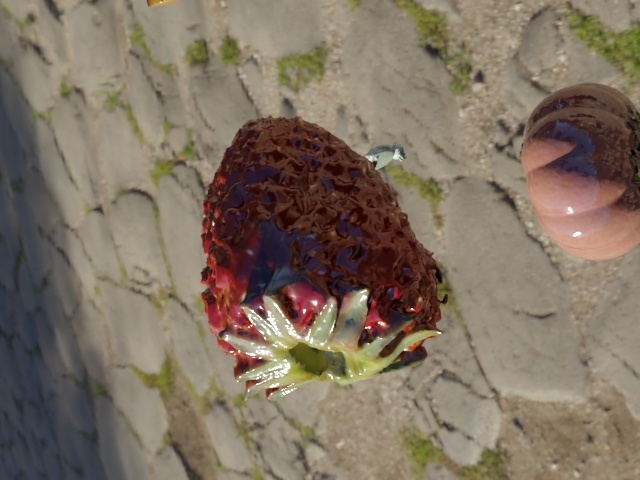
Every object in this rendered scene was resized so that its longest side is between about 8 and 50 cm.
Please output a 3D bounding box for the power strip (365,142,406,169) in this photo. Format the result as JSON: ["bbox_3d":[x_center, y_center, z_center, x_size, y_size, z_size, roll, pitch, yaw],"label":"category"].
[{"bbox_3d":[0.115,-0.146,1.657,0.035,0.083,0.055,51,147,32],"label":"power strip"}]

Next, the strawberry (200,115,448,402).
[{"bbox_3d":[0.002,0.001,1.104,0.292,0.292,0.343,128,148,-52],"label":"strawberry"}]

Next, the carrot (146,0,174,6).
[{"bbox_3d":[-0.181,-0.320,0.996,0.048,0.048,0.139,11,122,54],"label":"carrot"}]

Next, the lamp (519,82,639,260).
[{"bbox_3d":[0.476,-0.121,1.581,0.239,0.305,0.305,-12,95,33],"label":"lamp"}]
